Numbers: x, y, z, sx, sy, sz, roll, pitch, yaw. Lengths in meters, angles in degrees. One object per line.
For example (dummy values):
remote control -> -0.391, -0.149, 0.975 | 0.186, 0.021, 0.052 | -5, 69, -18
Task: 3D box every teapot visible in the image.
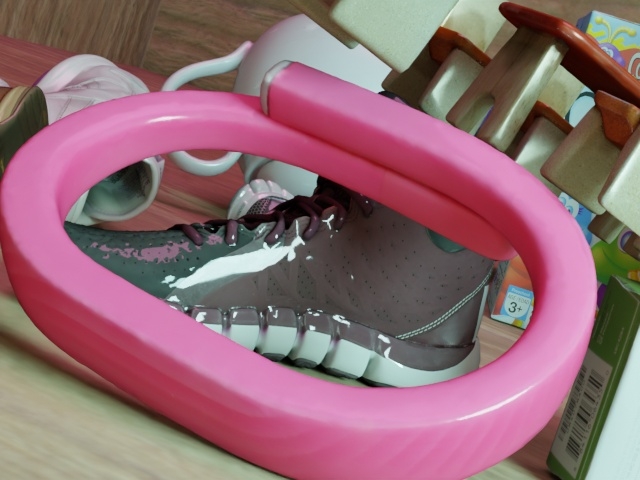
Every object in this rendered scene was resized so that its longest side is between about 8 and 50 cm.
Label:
teapot -> 0.011, -0.082, 1.334 | 0.256, 0.187, 0.252 | 2, -33, 32

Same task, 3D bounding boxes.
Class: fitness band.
fitness band -> -0.013, 0.004, 0.656 | 0.290, 0.054, 0.209 | 26, 45, 24

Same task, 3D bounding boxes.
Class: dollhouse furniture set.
dollhouse furniture set -> 0.124, -0.107, 0.747 | 0.259, 0.135, 0.262 | 34, 3, -27

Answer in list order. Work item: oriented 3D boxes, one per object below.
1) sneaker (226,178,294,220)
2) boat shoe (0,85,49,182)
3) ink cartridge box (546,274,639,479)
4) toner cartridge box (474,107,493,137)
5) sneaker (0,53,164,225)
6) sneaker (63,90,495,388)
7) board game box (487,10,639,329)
sneaker -> 0.000, 0.000, 1.194 | 0.166, 0.065, 0.076 | 7, 28, -39
boat shoe -> -0.219, -0.043, 0.834 | 0.060, 0.064, 0.178 | 6, 28, 10
ink cartridge box -> 0.234, 0.101, 0.720 | 0.209, 0.109, 0.062 | 16, 8, -8
toner cartridge box -> 0.127, -0.115, 1.475 | 0.348, 0.075, 0.165 | 40, -34, -27
sneaker -> -0.176, -0.060, 1.051 | 0.152, 0.114, 0.305 | 25, 17, 9
sneaker -> -0.018, -0.016, 0.792 | 0.281, 0.163, 0.106 | 14, 8, -27
board game box -> 0.259, -0.049, 1.252 | 0.142, 0.275, 0.144 | 18, 8, 3
